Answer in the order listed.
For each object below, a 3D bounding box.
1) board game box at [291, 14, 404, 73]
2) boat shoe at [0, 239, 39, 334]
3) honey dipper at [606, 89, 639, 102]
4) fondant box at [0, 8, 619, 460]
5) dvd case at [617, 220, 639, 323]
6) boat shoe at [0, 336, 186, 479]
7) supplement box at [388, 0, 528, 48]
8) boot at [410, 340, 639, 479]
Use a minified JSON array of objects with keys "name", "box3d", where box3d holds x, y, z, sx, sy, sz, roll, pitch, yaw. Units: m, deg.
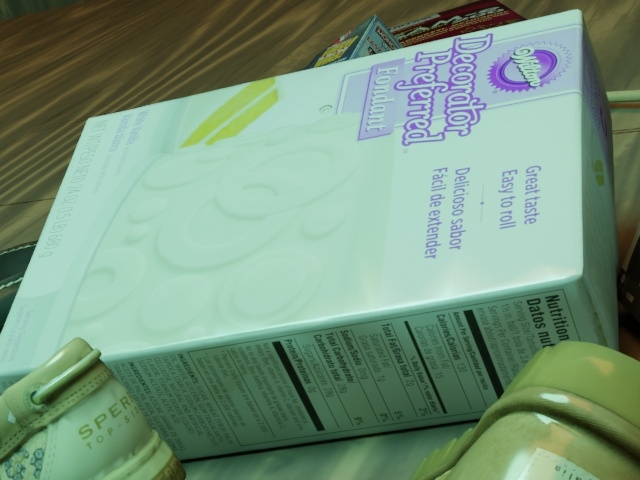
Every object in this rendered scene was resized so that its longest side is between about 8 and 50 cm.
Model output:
[{"name":"board game box","box3d":[-0.014,-0.097,1.269,0.194,0.060,0.194,-15,32,50]},{"name":"boat shoe","box3d":[-0.335,0.047,1.116,0.340,0.113,0.127,-20,17,-13]},{"name":"honey dipper","box3d":[0.265,-0.117,1.234,0.030,0.030,0.161,-27,16,-32]},{"name":"fondant box","box3d":[0.000,0.000,0.875,0.330,0.096,0.238,-10,39,17]},{"name":"dvd case","box3d":[0.222,-0.051,0.754,0.030,0.238,0.179,17,14,-10]},{"name":"boat shoe","box3d":[-0.197,0.125,0.735,0.285,0.089,0.104,-23,11,23]},{"name":"supplement box","box3d":[0.132,-0.163,1.417,0.130,0.073,0.239,-17,16,0]},{"name":"boot","box3d":[-0.005,0.172,0.425,0.089,0.236,0.269,32,62,16]}]
